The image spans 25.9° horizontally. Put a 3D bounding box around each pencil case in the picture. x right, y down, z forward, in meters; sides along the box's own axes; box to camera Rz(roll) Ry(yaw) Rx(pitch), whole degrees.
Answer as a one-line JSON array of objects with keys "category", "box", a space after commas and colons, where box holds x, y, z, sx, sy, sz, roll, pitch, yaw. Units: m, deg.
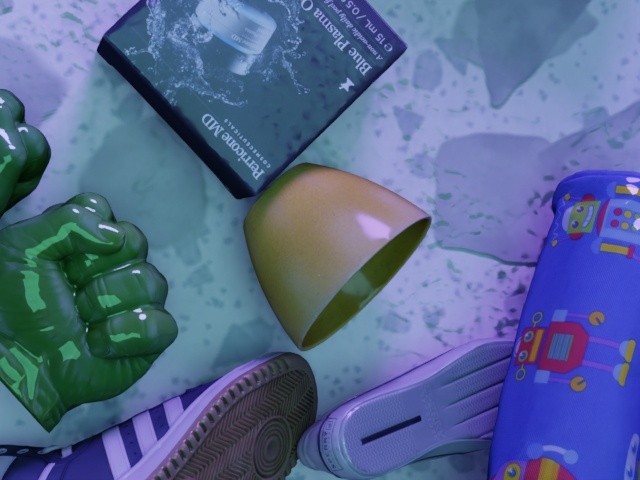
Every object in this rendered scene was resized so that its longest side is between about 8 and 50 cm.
[{"category": "pencil case", "box": [0.198, 0.103, 1.004, 0.133, 0.119, 0.306, 39, 60, -40]}]

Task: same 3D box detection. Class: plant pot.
[{"category": "plant pot", "box": [0.000, 0.000, 1.005, 0.134, 0.134, 0.095, -44, 78, -9]}]

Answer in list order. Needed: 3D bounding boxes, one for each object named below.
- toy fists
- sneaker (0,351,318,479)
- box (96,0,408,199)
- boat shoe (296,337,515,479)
[{"category": "toy fists", "box": [-0.218, -0.009, 0.954, 0.142, 0.096, 0.279, -43, 89, -14]}, {"category": "sneaker", "box": [-0.134, 0.160, 0.985, 0.282, 0.153, 0.099, -40, 125, -40]}, {"category": "box", "box": [-0.051, -0.138, 1.002, 0.158, 0.093, 0.156, -45, 99, -7]}, {"category": "boat shoe", "box": [0.082, 0.123, 1.042, 0.226, 0.076, 0.083, -8, 86, -34]}]
